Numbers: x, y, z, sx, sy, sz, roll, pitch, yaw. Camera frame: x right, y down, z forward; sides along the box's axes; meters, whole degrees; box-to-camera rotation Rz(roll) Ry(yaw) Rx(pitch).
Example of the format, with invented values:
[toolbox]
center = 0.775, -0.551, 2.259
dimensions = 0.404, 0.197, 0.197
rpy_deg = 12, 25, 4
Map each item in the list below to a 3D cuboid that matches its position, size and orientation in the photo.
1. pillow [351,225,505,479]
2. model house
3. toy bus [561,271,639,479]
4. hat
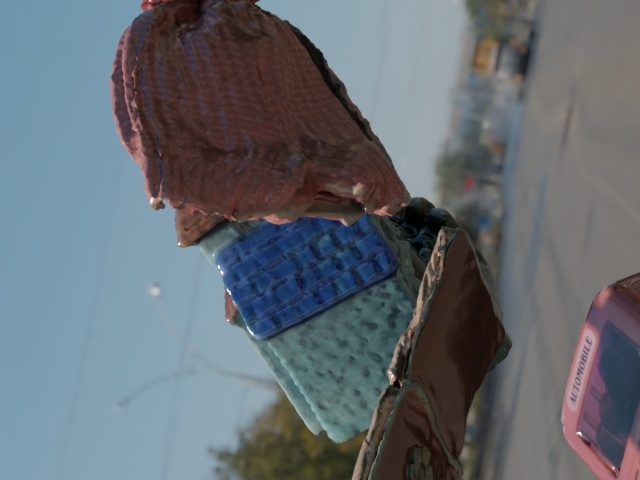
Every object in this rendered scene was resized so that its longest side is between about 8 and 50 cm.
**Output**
[pillow]
center = 0.064, 0.116, 1.127
dimensions = 0.126, 0.043, 0.232
rpy_deg = 62, -139, -55
[model house]
center = 0.000, 0.000, 1.952
dimensions = 0.329, 0.252, 0.295
rpy_deg = 48, -160, -25
[toy bus]
center = 0.418, 0.097, 1.508
dimensions = 0.427, 0.233, 0.203
rpy_deg = -17, -46, -31
[hat]
center = -0.072, -0.122, 1.458
dimensions = 0.107, 0.237, 0.286
rpy_deg = -50, 52, 39
